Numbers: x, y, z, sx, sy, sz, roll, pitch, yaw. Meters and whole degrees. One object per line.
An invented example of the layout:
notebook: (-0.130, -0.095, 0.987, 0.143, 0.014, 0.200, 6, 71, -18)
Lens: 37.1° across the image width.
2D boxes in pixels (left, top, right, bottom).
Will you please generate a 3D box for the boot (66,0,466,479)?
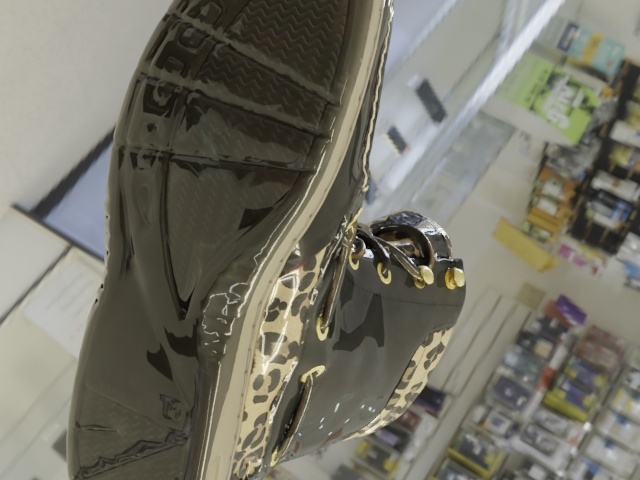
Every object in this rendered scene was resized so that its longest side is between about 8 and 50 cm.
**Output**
boot: (0.000, 0.000, 0.624, 0.284, 0.138, 0.377, -2, 110, -59)
